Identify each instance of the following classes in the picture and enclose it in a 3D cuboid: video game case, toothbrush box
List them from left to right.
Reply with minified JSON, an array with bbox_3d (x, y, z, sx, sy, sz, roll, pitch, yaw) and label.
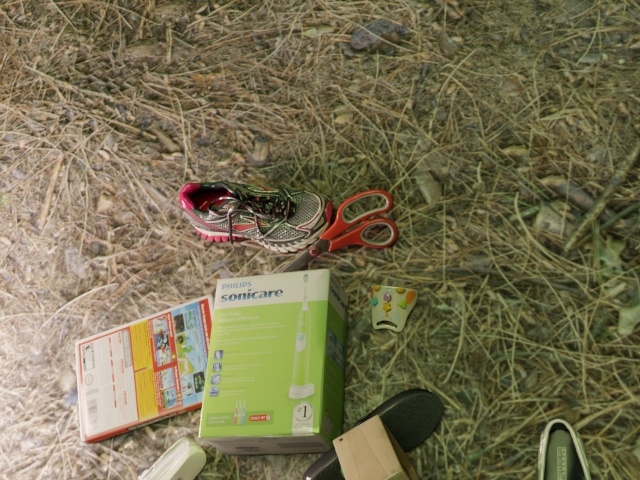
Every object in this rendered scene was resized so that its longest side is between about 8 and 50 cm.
[{"bbox_3d":[-0.309,0.232,1.593,0.285,0.025,0.204,-20,57,10],"label":"video game case"},{"bbox_3d":[-0.071,0.204,1.462,0.206,0.122,0.283,-7,61,17],"label":"toothbrush box"}]

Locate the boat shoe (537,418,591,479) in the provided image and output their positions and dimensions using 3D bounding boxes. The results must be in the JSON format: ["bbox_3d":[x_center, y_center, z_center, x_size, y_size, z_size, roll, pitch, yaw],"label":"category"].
[{"bbox_3d":[0.341,0.380,1.234,0.095,0.084,0.258,-11,59,14],"label":"boat shoe"}]

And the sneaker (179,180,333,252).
[{"bbox_3d":[-0.122,-0.051,1.627,0.299,0.112,0.120,0,62,19],"label":"sneaker"}]

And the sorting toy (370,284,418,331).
[{"bbox_3d":[0.118,0.116,1.495,0.083,0.045,0.075,4,83,22],"label":"sorting toy"}]

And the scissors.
[{"bbox_3d":[0.000,0.000,1.577,0.297,0.021,0.109,-21,102,12],"label":"scissors"}]

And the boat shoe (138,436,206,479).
[{"bbox_3d":[-0.274,0.405,1.465,0.184,0.066,0.063,-50,44,-7],"label":"boat shoe"}]

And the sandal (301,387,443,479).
[{"bbox_3d":[0.075,0.309,1.374,0.254,0.097,0.054,-35,30,-1],"label":"sandal"}]

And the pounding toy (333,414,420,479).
[{"bbox_3d":[0.111,0.393,1.270,0.094,0.181,0.206,-31,30,3],"label":"pounding toy"}]
